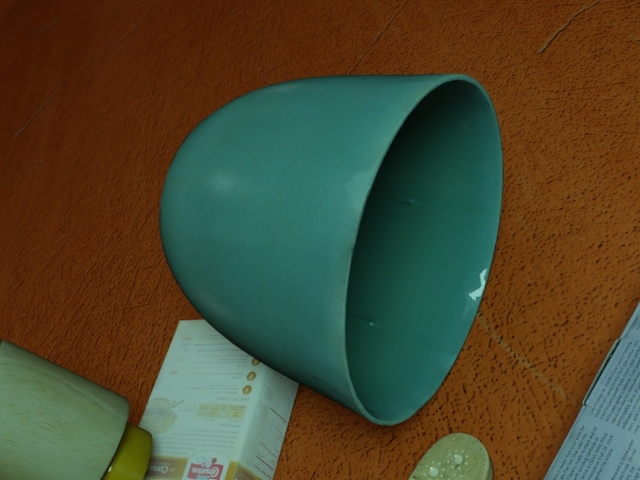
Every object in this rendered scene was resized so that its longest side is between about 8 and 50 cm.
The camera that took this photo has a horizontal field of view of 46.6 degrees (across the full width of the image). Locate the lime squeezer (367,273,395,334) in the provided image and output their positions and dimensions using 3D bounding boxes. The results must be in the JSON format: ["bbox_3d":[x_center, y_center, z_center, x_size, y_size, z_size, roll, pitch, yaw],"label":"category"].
[{"bbox_3d":[0.000,0.000,0.864,0.110,0.059,0.310,-49,44,-13],"label":"lime squeezer"}]

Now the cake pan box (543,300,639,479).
[{"bbox_3d":[0.315,0.144,0.516,0.245,0.070,0.267,19,66,41],"label":"cake pan box"}]

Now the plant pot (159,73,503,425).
[{"bbox_3d":[0.000,-0.015,0.673,0.235,0.293,0.293,15,63,31],"label":"plant pot"}]

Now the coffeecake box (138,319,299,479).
[{"bbox_3d":[-0.107,0.176,0.772,0.142,0.068,0.185,-6,51,31],"label":"coffeecake box"}]

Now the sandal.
[{"bbox_3d":[0.058,0.246,0.578,0.088,0.079,0.240,12,58,38],"label":"sandal"}]

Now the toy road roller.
[{"bbox_3d":[-0.324,0.211,0.756,0.329,0.202,0.241,-49,22,21],"label":"toy road roller"}]
